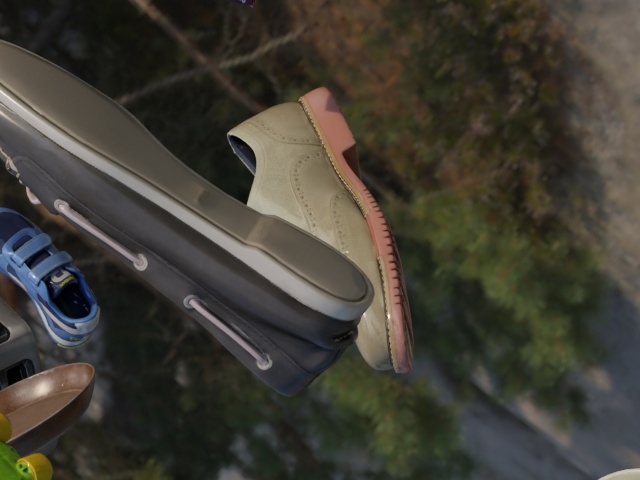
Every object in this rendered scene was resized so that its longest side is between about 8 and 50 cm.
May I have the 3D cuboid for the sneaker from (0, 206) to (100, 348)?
[{"bbox_3d":[-0.241,0.026,1.235,0.144,0.053,0.059,51,151,-4],"label":"sneaker"}]

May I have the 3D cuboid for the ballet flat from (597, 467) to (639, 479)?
[{"bbox_3d":[0.266,0.360,1.490,0.483,0.182,0.164,-37,121,27],"label":"ballet flat"}]

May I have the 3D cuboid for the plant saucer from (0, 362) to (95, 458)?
[{"bbox_3d":[-0.274,0.165,1.277,0.168,0.168,0.029,2,119,58],"label":"plant saucer"}]

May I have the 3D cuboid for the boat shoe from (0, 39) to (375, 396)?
[{"bbox_3d":[-0.124,-0.013,0.954,0.335,0.095,0.112,34,-159,3],"label":"boat shoe"}]

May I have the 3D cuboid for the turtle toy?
[{"bbox_3d":[-0.241,0.184,1.005,0.130,0.095,0.066,39,123,26],"label":"turtle toy"}]

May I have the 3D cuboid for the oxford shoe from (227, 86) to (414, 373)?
[{"bbox_3d":[0.000,0.000,1.566,0.140,0.146,0.397,78,174,-47],"label":"oxford shoe"}]

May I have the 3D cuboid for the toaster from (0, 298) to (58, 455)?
[{"bbox_3d":[-0.368,0.166,1.413,0.110,0.168,0.186,28,133,46],"label":"toaster"}]

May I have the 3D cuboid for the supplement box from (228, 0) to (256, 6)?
[{"bbox_3d":[-0.163,-0.325,1.405,0.239,0.130,0.073,14,141,-1],"label":"supplement box"}]
